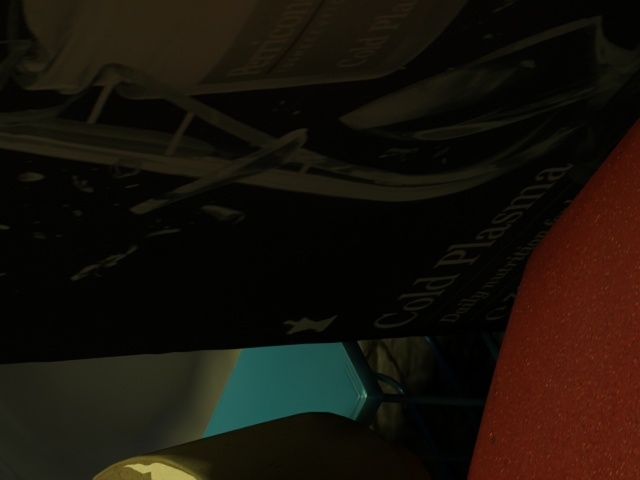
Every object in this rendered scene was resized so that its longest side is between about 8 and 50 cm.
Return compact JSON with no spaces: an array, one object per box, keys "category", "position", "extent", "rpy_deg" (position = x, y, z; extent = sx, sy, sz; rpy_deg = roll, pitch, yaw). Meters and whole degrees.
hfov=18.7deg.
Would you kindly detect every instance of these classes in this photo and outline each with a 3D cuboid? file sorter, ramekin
[{"category":"file sorter","position":[0.017,0.106,1.046],"extent":[0.170,0.104,0.118],"rpy_deg":[-66,35,32]},{"category":"ramekin","position":[-0.135,0.078,1.237],"extent":[0.109,0.207,0.207],"rpy_deg":[-134,54,-66]}]

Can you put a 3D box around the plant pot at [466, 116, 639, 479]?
[{"category":"plant pot","position":[0.193,0.063,0.595],"extent":[0.267,0.267,0.235],"rpy_deg":[125,152,-42]}]

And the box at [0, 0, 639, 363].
[{"category":"box","position":[-0.041,-0.176,0.773],"extent":[0.480,0.472,0.297],"rpy_deg":[-50,48,52]}]

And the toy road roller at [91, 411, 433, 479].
[{"category":"toy road roller","position":[-0.028,0.266,0.874],"extent":[0.240,0.202,0.329],"rpy_deg":[-36,73,33]}]
